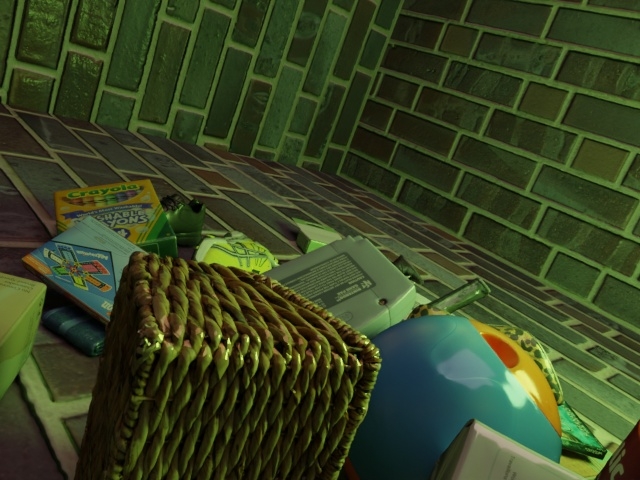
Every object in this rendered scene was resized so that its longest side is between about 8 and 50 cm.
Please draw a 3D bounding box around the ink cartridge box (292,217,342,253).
[{"bbox_3d":[0.000,0.000,1.775,0.171,0.056,0.235,14,13,-24],"label":"ink cartridge box"}]

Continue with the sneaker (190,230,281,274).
[{"bbox_3d":[-0.182,0.066,1.143,0.147,0.145,0.384,22,17,5],"label":"sneaker"}]

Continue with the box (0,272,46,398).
[{"bbox_3d":[-0.433,0.144,0.581,0.148,0.121,0.311,17,15,-17],"label":"box"}]

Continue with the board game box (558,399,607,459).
[{"bbox_3d":[0.473,0.360,1.073,0.126,0.026,0.186,18,14,-7],"label":"board game box"}]

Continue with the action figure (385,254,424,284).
[{"bbox_3d":[0.065,0.130,1.092,0.099,0.285,0.185,56,-17,10],"label":"action figure"}]

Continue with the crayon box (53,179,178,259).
[{"bbox_3d":[-0.433,-0.036,1.099,0.203,0.083,0.323,-12,34,-23],"label":"crayon box"}]

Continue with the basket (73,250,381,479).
[{"bbox_3d":[-0.114,0.178,0.549,0.223,0.299,0.213,10,17,-27],"label":"basket"}]

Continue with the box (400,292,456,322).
[{"bbox_3d":[0.225,0.232,1.036,0.163,0.142,0.247,-16,38,-43],"label":"box"}]

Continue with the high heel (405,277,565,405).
[{"bbox_3d":[0.269,0.203,0.908,0.186,0.093,0.261,-27,58,-12],"label":"high heel"}]

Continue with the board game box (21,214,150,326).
[{"bbox_3d":[-0.341,0.068,0.890,0.281,0.027,0.145,30,46,15],"label":"board game box"}]

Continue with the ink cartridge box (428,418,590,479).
[{"bbox_3d":[0.236,0.365,0.396,0.396,0.151,0.270,24,60,16],"label":"ink cartridge box"}]

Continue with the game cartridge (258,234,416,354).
[{"bbox_3d":[-0.016,0.105,0.813,0.297,0.062,0.198,-23,45,-16],"label":"game cartridge"}]

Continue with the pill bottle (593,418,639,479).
[{"bbox_3d":[0.483,0.306,0.636,0.224,0.392,0.224,11,29,-6],"label":"pill bottle"}]

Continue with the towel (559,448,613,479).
[{"bbox_3d":[0.488,0.424,0.979,0.272,0.040,0.370,10,18,-36],"label":"towel"}]

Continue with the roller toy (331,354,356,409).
[{"bbox_3d":[0.020,0.181,0.903,0.191,0.209,0.146,-27,43,-36],"label":"roller toy"}]

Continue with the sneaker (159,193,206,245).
[{"bbox_3d":[-0.392,-0.052,1.301,0.109,0.130,0.286,28,18,20],"label":"sneaker"}]

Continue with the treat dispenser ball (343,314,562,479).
[{"bbox_3d":[0.164,0.243,0.702,0.288,0.288,0.288,19,15,-5],"label":"treat dispenser ball"}]

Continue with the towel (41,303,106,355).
[{"bbox_3d":[-0.380,0.140,0.843,0.119,0.029,0.067,26,17,19],"label":"towel"}]
